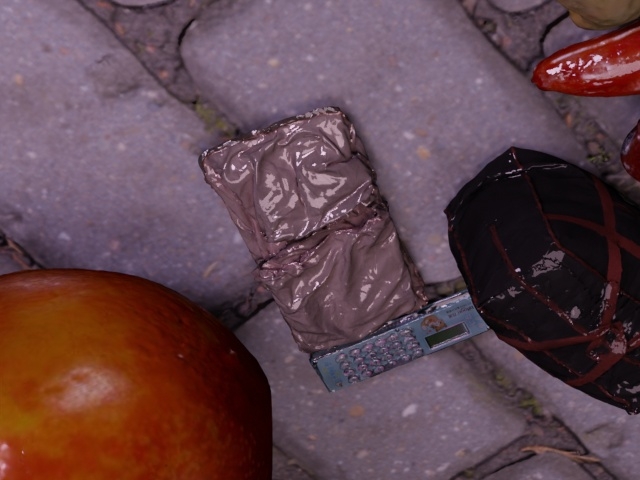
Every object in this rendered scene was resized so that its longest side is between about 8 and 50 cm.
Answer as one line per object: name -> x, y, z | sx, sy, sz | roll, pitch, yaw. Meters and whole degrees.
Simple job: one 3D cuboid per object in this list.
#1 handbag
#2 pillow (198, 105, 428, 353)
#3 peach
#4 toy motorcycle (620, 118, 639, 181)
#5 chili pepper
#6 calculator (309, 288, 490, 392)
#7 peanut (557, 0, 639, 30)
handbag -> 0.218, 0.034, 1.295 | 0.215, 0.169, 0.155 | 31, 118, -26
pillow -> 0.000, 0.000, 1.322 | 0.135, 0.049, 0.248 | -22, 130, 5
peach -> -0.216, 0.195, 1.260 | 0.388, 0.388, 0.388 | -3, 128, -4
toy motorcycle -> 0.333, -0.059, 1.285 | 0.122, 0.082, 0.213 | -16, 146, 31
chili pepper -> 0.252, -0.149, 1.229 | 0.169, 0.065, 0.088 | -14, 127, 9
calculator -> 0.074, 0.093, 1.422 | 0.172, 0.018, 0.057 | -22, 128, 9
peanut -> 0.184, -0.257, 1.109 | 0.117, 0.101, 0.263 | -3, 131, 21
